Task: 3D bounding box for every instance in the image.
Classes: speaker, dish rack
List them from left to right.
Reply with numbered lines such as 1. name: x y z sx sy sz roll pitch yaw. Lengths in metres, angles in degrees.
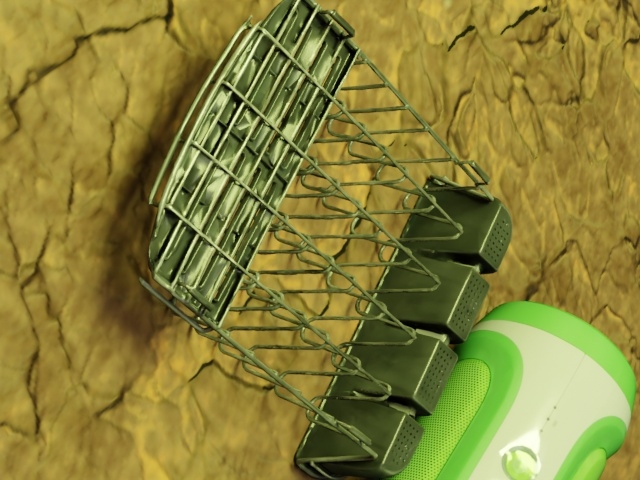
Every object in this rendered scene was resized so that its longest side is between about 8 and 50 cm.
1. dish rack: 0.000 0.000 1.001 0.271 0.074 0.208 43 64 -41
2. speaker: 0.081 0.181 1.072 0.296 0.131 0.131 -55 132 -27
